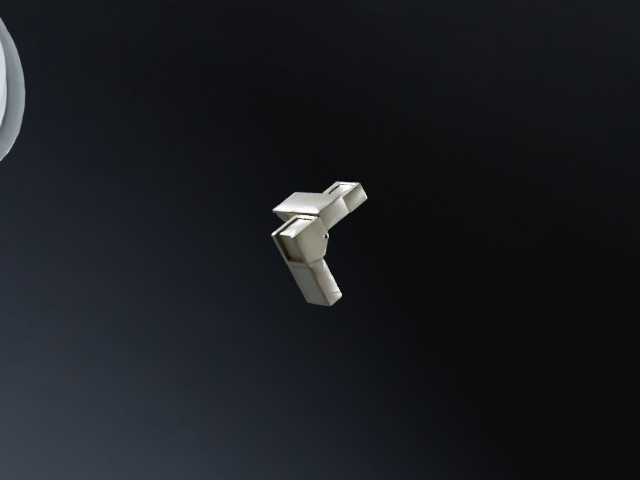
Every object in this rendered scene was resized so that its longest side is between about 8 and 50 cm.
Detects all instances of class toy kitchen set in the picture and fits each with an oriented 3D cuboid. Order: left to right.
[{"bbox_3d":[0.000,0.000,1.349,0.083,0.075,0.068,-40,26,-27],"label":"toy kitchen set"}]

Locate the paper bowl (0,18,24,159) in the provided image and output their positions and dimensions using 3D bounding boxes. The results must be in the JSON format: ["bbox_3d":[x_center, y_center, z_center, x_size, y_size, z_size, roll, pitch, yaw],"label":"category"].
[{"bbox_3d":[-0.445,-0.173,1.613,0.284,0.148,0.284,14,65,-32],"label":"paper bowl"}]
